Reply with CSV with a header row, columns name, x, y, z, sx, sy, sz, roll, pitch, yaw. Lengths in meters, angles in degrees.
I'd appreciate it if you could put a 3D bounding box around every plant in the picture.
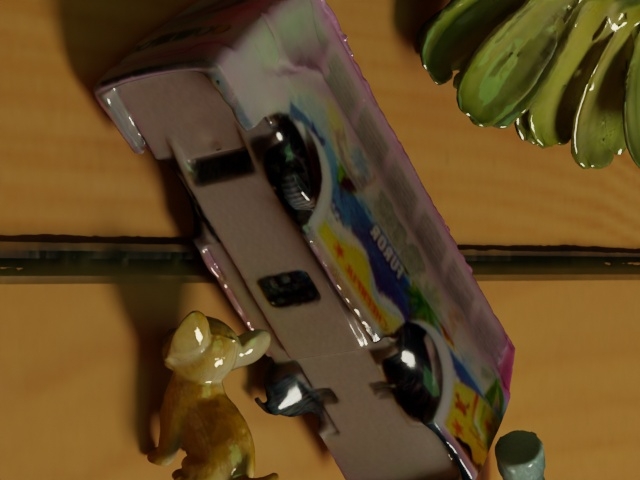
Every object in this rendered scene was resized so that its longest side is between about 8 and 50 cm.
name,x,y,z,sx,sy,sz,roll,pitch,yaw
plant,0.179,-0.220,1.056,0.306,0.297,0.261,35,31,-25

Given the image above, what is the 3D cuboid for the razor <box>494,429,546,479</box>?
name,x,y,z,sx,sy,sz,roll,pitch,yaw
razor,0.121,0.186,1.015,0.106,0.068,0.232,-53,144,-36

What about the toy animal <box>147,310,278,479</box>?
name,x,y,z,sx,sy,sz,roll,pitch,yaw
toy animal,-0.048,0.074,0.876,0.060,0.081,0.083,2,107,-45

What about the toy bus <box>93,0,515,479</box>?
name,x,y,z,sx,sy,sz,roll,pitch,yaw
toy bus,0.000,0.000,0.918,0.274,0.090,0.112,60,43,-27
